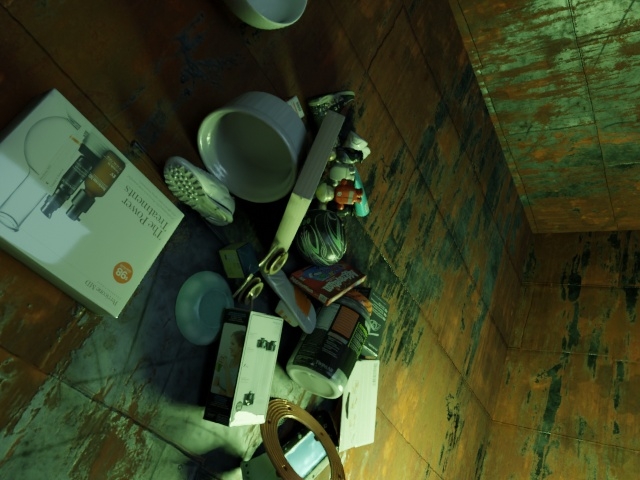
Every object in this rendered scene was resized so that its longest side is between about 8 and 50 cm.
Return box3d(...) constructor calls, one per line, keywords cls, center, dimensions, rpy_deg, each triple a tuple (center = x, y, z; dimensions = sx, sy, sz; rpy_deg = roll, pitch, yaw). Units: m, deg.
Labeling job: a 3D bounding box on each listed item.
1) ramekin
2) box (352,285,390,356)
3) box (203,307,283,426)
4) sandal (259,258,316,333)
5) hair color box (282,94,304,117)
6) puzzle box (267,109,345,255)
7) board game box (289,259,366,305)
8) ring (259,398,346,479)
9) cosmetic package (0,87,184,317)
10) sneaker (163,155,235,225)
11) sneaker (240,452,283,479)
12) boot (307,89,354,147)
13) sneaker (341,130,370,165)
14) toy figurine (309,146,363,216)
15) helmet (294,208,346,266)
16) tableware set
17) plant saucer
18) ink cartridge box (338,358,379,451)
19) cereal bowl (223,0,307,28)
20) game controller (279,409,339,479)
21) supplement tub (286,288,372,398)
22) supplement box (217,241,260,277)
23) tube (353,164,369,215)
box3d(cls="ramekin", center=(-0.166, -0.247, 1.313), dimensions=(0.277, 0.277, 0.135), rpy_deg=(61, 38, -30))
box3d(cls="box", center=(0.150, 0.290, 1.813), dimensions=(0.153, 0.108, 0.207), rpy_deg=(44, 56, -42))
box3d(cls="box", center=(-0.200, 0.334, 1.351), dimensions=(0.169, 0.087, 0.290), rpy_deg=(26, 71, -60))
box3d(cls="sandal", center=(-0.111, 0.172, 1.525), dimensions=(0.265, 0.076, 0.102), rpy_deg=(53, 31, -9))
box3d(cls="hair color box", center=(-0.114, -0.386, 1.561), dimensions=(0.141, 0.043, 0.072), rpy_deg=(-47, 124, -41))
box3d(cls="puzzle box", center=(-0.049, -0.134, 1.399), dimensions=(0.052, 0.409, 0.272), rpy_deg=(22, 63, -5))
box3d(cls="board game box", center=(0.030, 0.118, 1.612), dimensions=(0.281, 0.145, 0.027), rpy_deg=(-23, 142, -61))
box3d(cls="ring", center=(-0.053, 0.605, 1.446), dimensions=(0.336, 0.032, 0.336), rpy_deg=(44, 13, -13))
box3d(cls="cosmetic package", center=(-0.493, -0.063, 1.023), dimensions=(0.377, 0.097, 0.284), rpy_deg=(51, 54, -38))
box3d(cls="sneaker", center=(-0.304, -0.138, 1.289), dimensions=(0.235, 0.090, 0.095), rpy_deg=(51, 38, -42))
box3d(cls="sneaker", center=(-0.203, 0.693, 1.372), dimensions=(0.256, 0.151, 0.094), rpy_deg=(-37, 142, -10))
box3d(cls="boot", center=(0.047, -0.418, 1.743), dimensions=(0.236, 0.085, 0.179), rpy_deg=(-30, 116, -49))
box3d(cls="sneaker", center=(0.106, -0.311, 1.791), dimensions=(0.115, 0.090, 0.232), rpy_deg=(-52, 170, 6))
box3d(cls="toy figurine", center=(0.048, -0.189, 1.629), dimensions=(0.213, 0.148, 0.210), rpy_deg=(120, -26, -75))
box3d(cls="helmet", center=(0.000, 0.000, 1.595), dimensions=(0.169, 0.169, 0.162), rpy_deg=(30, 50, -47))
box3d(cls="tableware set", center=(-0.150, 0.103, 1.387), dimensions=(0.194, 0.039, 0.128), rpy_deg=(-50, 164, -7))
box3d(cls="plant saucer", center=(-0.287, 0.177, 1.319), dimensions=(0.195, 0.037, 0.195), rpy_deg=(3, 86, -51))
box3d(cls="ink cartridge box", center=(0.115, 0.566, 1.776), dimensions=(0.261, 0.066, 0.297), rpy_deg=(20, 72, -55))
box3d(cls="cereal bowl", center=(-0.188, -0.753, 1.405), dimensions=(0.339, 0.141, 0.339), rpy_deg=(3, 87, -51))
box3d(cls="game controller", center=(-0.054, 0.667, 1.571), dimensions=(0.319, 0.067, 0.167), rpy_deg=(-25, 108, -50))
box3d(cls="supplement tub", center=(0.040, 0.316, 1.603), dimensions=(0.194, 0.193, 0.316), rpy_deg=(57, 48, -33))
box3d(cls="supplement box", center=(-0.222, 0.053, 1.369), dimensions=(0.056, 0.083, 0.083), rpy_deg=(-34, 114, -47))
box3d(cls="tube", center=(0.137, -0.172, 1.808), dimensions=(0.207, 0.052, 0.080), rpy_deg=(73, 5, -50))
